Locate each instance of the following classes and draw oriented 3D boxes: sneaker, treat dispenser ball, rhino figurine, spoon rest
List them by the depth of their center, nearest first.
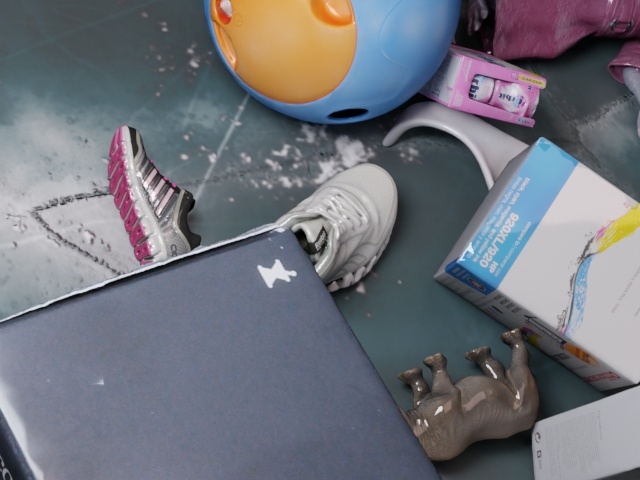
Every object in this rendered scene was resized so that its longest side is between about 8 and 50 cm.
[{"bbox_3d":[0.128,0.177,1.775,0.243,0.073,0.106,-16,74,-26],"label":"rhino figurine"},{"bbox_3d":[-0.175,-0.046,1.806,0.074,0.063,0.170,-10,68,-27],"label":"sneaker"},{"bbox_3d":[0.000,0.000,1.813,0.110,0.118,0.292,39,51,8],"label":"sneaker"},{"bbox_3d":[0.013,-0.274,1.889,0.288,0.288,0.288,11,55,-16],"label":"treat dispenser ball"},{"bbox_3d":[0.208,-0.075,1.969,0.276,0.084,0.137,32,52,1],"label":"spoon rest"}]

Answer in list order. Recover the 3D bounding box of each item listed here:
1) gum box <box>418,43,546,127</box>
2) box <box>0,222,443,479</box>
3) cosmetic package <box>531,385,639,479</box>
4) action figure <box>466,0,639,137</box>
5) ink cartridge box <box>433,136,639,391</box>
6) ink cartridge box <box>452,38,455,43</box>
[{"bbox_3d":[0.177,-0.186,1.971,0.107,0.062,0.188,12,11,-18],"label":"gum box"},{"bbox_3d":[-0.092,0.331,1.330,0.297,0.472,0.480,-19,67,-31],"label":"box"},{"bbox_3d":[0.320,0.207,1.727,0.117,0.231,0.086,2,75,-20],"label":"cosmetic package"},{"bbox_3d":[0.359,-0.300,2.150,0.370,0.248,0.276,9,29,-16],"label":"action figure"},{"bbox_3d":[0.273,0.031,1.836,0.232,0.171,0.168,34,81,0],"label":"ink cartridge box"},{"bbox_3d":[0.126,-0.344,2.040,0.045,0.145,0.179,-27,48,-15],"label":"ink cartridge box"}]
